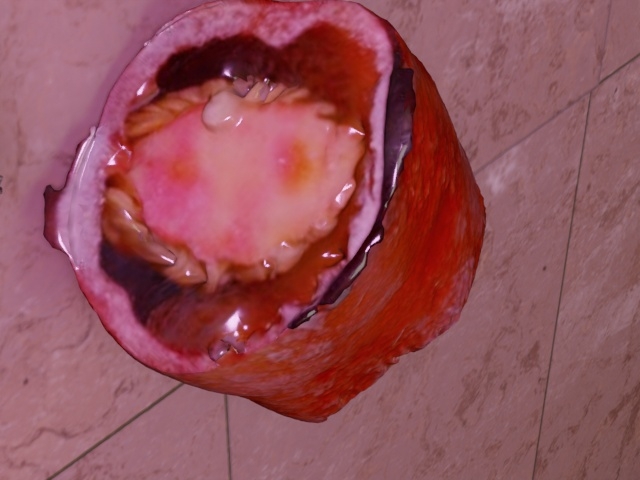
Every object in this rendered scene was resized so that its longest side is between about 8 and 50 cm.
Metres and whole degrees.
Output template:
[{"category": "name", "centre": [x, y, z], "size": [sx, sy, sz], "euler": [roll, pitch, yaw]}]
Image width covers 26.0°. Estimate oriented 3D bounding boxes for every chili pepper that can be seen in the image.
[{"category": "chili pepper", "centre": [0.000, 0.000, 0.934], "size": [0.305, 0.229, 0.251], "euler": [39, 66, -58]}]

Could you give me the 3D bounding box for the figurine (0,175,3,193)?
[{"category": "figurine", "centre": [-0.240, -0.078, 0.632], "size": [0.141, 0.166, 0.250], "euler": [-24, 152, -12]}]
